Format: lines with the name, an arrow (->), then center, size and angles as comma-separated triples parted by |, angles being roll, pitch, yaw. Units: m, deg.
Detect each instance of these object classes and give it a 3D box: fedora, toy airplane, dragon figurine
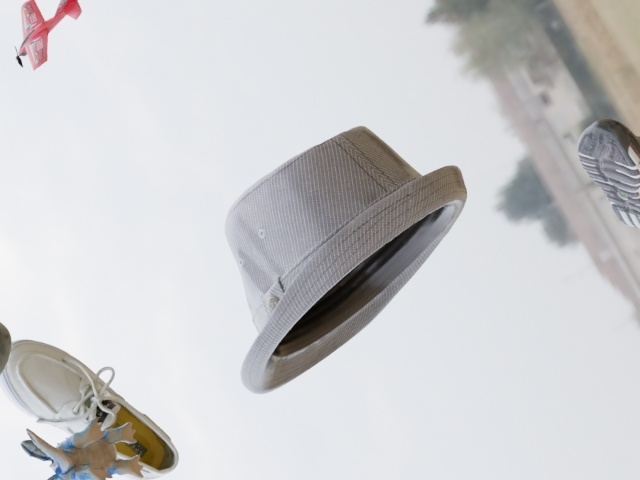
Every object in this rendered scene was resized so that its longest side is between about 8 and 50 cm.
fedora -> 0.000, 0.000, 1.226 | 0.124, 0.244, 0.275 | 50, 149, 13
toy airplane -> -0.385, -0.306, 2.020 | 0.028, 0.151, 0.151 | 25, -147, -40
dragon figurine -> -0.319, 0.278, 1.777 | 0.289, 0.144, 0.085 | 11, -118, -69

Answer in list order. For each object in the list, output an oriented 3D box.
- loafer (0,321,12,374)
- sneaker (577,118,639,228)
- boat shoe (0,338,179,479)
loafer -> -0.389, 0.054, 1.298 | 0.251, 0.094, 0.087 | 21, 170, 29
sneaker -> 0.479, -0.142, 2.131 | 0.106, 0.162, 0.281 | 24, 165, 33
boat shoe -> -0.389, 0.293, 2.454 | 0.367, 0.136, 0.156 | 43, 153, -18
